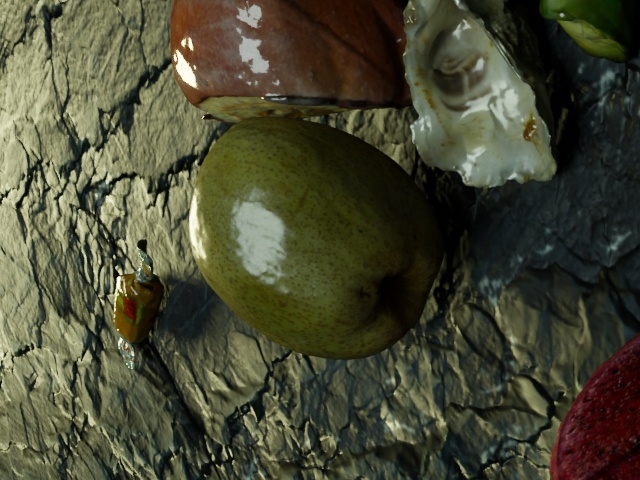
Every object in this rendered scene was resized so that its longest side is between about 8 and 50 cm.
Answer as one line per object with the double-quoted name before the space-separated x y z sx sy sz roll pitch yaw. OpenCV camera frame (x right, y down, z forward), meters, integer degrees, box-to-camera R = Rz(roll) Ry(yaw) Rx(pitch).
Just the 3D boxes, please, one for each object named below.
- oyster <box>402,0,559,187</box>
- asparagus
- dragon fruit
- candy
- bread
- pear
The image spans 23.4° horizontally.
"oyster" 0.127 -0.153 1.248 0.161 0.107 0.233 -5 117 46
"asparagus" 0.200 -0.291 1.111 0.082 0.085 0.343 -129 35 -62
"dragon fruit" 0.287 0.125 1.078 0.261 0.163 0.189 -34 47 7
"candy" -0.206 0.069 1.759 0.053 0.046 0.182 43 137 29
"bread" -0.040 -0.168 1.369 0.244 0.190 0.123 -2 88 54
"pear" 0.000 0.000 1.352 0.211 0.188 0.228 23 162 25
